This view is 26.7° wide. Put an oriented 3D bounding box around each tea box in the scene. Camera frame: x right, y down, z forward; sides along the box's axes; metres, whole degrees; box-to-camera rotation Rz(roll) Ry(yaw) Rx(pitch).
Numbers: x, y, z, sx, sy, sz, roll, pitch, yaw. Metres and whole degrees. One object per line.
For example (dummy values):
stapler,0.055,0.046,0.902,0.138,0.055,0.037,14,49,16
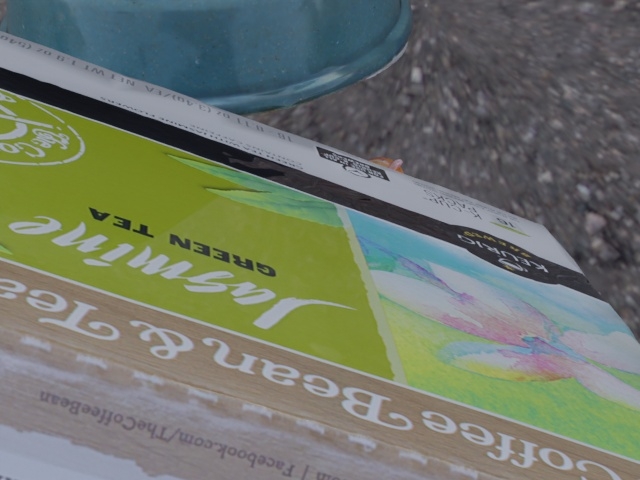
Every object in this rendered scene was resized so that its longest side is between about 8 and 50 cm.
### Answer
tea box,-0.061,0.086,0.506,0.329,0.323,0.220,18,107,-12

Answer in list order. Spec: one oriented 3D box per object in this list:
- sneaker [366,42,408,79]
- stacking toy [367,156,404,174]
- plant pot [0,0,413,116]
sneaker,0.038,-0.261,1.554,0.111,0.252,0.103,-31,72,30
stacking toy,0.000,0.000,1.017,0.166,0.302,0.175,41,120,5
plant pot,-0.103,-0.316,1.026,0.341,0.341,0.334,-1,123,5
